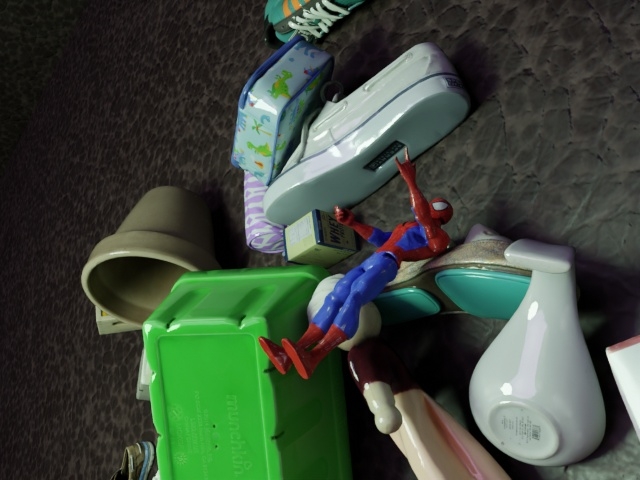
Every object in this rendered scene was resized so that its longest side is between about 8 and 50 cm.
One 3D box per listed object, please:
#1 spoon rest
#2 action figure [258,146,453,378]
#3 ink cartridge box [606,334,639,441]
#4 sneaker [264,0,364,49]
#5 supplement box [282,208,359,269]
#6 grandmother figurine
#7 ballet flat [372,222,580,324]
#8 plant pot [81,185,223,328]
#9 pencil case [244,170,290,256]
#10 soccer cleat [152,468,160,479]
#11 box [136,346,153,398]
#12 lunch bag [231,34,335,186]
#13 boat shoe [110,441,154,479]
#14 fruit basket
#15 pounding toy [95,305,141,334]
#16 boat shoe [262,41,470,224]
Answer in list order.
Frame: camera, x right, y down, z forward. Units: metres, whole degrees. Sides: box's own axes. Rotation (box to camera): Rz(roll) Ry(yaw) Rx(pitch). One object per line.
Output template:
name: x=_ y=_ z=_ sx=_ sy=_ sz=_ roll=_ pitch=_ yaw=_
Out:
spoon rest: x=0.214 y=0.114 z=0.595 sx=0.137 sy=0.084 sz=0.276 roll=14 pitch=126 yaw=30
action figure: x=0.041 y=0.007 z=0.666 sx=0.091 sy=0.280 sz=0.139 roll=-8 pitch=114 yaw=59
ink cartridge box: x=0.329 y=0.124 z=0.446 sx=0.128 sy=0.176 sz=0.127 roll=-37 pitch=50 yaw=37
sneaker: x=-0.009 y=-0.399 z=1.067 sx=0.302 sy=0.108 sz=0.121 roll=15 pitch=92 yaw=59
supplement box: x=0.000 y=0.000 z=0.949 sx=0.083 sy=0.083 sz=0.056 roll=-32 pitch=57 yaw=42
grandmother figurine: x=0.095 y=0.184 z=0.701 sx=0.104 sy=0.208 sz=0.342 roll=-32 pitch=66 yaw=-5
ballet flat: x=0.162 y=0.035 z=0.738 sx=0.316 sy=0.107 sz=0.106 roll=-9 pitch=45 yaw=47
plant pot: x=-0.312 y=0.020 z=1.219 sx=0.263 sy=0.263 sz=0.229 roll=-39 pitch=35 yaw=37
pencil case: x=-0.090 y=-0.078 z=1.079 sx=0.088 sy=0.086 sz=0.206 roll=-26 pitch=60 yaw=37
soccer cleat: x=-0.250 y=0.438 z=1.075 sx=0.116 sy=0.143 sz=0.331 roll=-29 pitch=58 yaw=43
box: x=-0.287 y=0.234 z=1.138 sx=0.275 sy=0.094 sz=0.113 roll=131 pitch=144 yaw=-62
lunch bag: x=-0.058 y=-0.203 z=0.973 sx=0.176 sy=0.090 sz=0.219 roll=-51 pitch=-9 yaw=-28
boat shoe: x=-0.415 y=0.520 z=1.311 sx=0.066 sy=0.066 sz=0.183 roll=14 pitch=90 yaw=51
fruit basket: x=-0.095 y=0.218 z=0.898 sx=0.283 sy=0.392 sz=0.391 roll=-4 pitch=74 yaw=16
pounding toy: x=-0.452 y=0.132 z=1.429 sx=0.100 sy=0.141 sz=0.130 roll=108 pitch=152 yaw=-54
boat shoe: x=0.040 y=-0.166 z=0.910 sx=0.367 sy=0.136 sz=0.156 roll=-36 pitch=54 yaw=35
